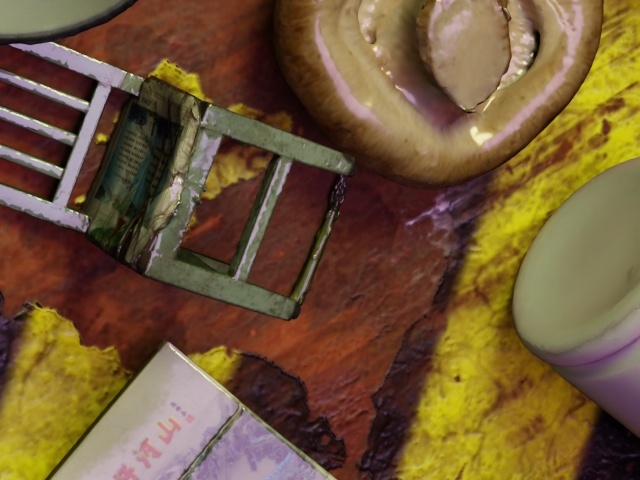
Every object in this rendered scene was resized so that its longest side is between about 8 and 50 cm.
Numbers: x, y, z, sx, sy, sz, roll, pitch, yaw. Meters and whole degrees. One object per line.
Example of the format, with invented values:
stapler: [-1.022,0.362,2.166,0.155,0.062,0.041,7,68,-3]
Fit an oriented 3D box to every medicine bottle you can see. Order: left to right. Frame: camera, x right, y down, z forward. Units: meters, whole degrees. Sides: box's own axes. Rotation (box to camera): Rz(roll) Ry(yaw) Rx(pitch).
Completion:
medicine bottle: [0.336,0.094,1.462,0.316,0.202,0.202,38,85,-25]

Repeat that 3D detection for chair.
chair: [-0.132,-0.052,1.266,0.270,0.147,0.136,21,93,-27]

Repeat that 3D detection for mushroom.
mushroom: [0.095,-0.177,1.329,0.278,0.146,0.278,-6,110,-17]

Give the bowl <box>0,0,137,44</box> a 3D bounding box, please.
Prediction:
bowl: [-0.221,-0.319,1.111,0.354,0.354,0.185,44,39,-24]

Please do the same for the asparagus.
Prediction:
asparagus: [0.000,0.000,1.404,0.014,0.015,0.114,21,91,9]

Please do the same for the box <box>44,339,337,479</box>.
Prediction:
box: [-0.076,0.220,1.347,0.256,0.069,0.164,40,84,-5]
